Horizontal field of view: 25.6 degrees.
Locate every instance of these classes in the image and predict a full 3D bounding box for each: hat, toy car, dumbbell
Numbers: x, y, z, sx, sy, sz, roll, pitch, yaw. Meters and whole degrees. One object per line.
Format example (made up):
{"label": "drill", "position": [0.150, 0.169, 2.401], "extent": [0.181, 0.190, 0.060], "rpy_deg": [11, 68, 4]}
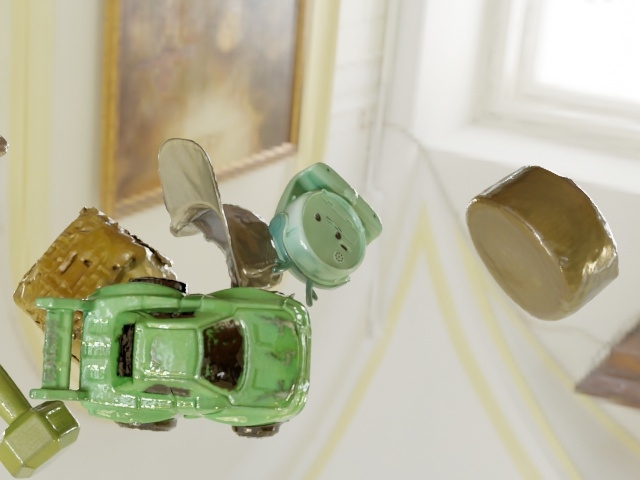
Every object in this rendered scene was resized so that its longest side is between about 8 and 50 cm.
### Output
{"label": "hat", "position": [-0.132, -0.043, 2.086], "extent": [0.149, 0.245, 0.214], "rpy_deg": [-17, -139, -32]}
{"label": "toy car", "position": [-0.197, 0.157, 1.932], "extent": [0.358, 0.214, 0.176], "rpy_deg": [3, 173, 13]}
{"label": "dumbbell", "position": [-0.475, 0.198, 2.028], "extent": [0.302, 0.108, 0.121], "rpy_deg": [50, -154, 9]}

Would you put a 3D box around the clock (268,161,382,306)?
{"label": "clock", "position": [0.000, 0.000, 2.092], "extent": [0.066, 0.159, 0.211], "rpy_deg": [-28, -153, 43]}

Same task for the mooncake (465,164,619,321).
{"label": "mooncake", "position": [0.406, 0.000, 2.568], "extent": [0.155, 0.284, 0.284], "rpy_deg": [-37, -143, -19]}

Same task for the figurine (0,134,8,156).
{"label": "figurine", "position": [-0.548, -0.194, 1.868], "extent": [0.247, 0.177, 0.173], "rpy_deg": [-12, -132, 21]}

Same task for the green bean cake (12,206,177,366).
{"label": "green bean cake", "position": [-0.370, 0.077, 2.303], "extent": [0.224, 0.230, 0.131], "rpy_deg": [33, 173, 46]}
